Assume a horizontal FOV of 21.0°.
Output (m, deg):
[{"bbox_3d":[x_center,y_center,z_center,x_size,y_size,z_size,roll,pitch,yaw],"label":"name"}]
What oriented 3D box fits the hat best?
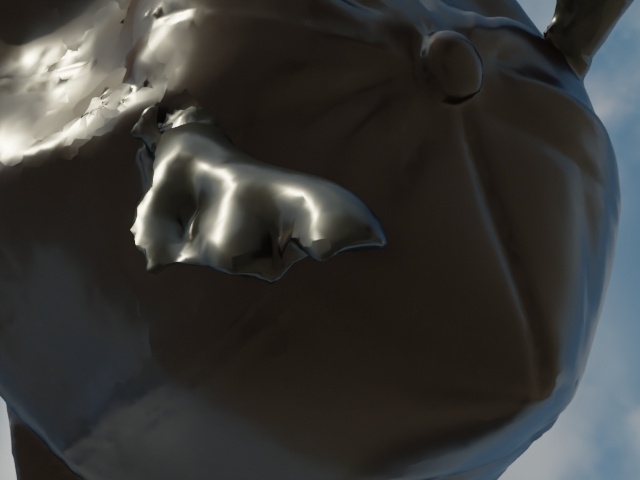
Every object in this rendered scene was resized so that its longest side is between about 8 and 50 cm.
[{"bbox_3d":[0.021,0.019,0.523,0.238,0.209,0.336,-19,-84,-39],"label":"hat"}]
